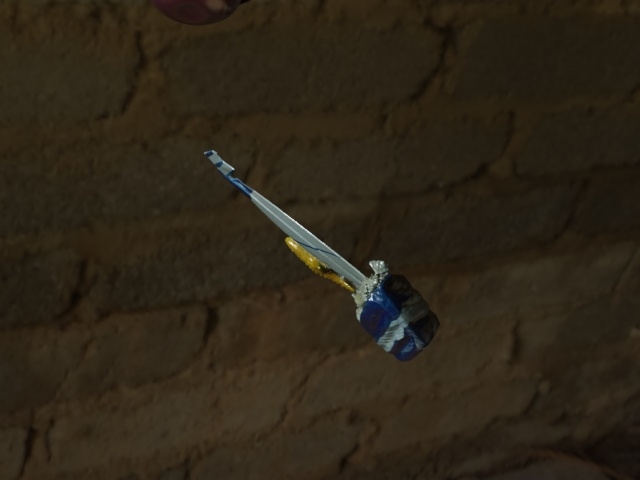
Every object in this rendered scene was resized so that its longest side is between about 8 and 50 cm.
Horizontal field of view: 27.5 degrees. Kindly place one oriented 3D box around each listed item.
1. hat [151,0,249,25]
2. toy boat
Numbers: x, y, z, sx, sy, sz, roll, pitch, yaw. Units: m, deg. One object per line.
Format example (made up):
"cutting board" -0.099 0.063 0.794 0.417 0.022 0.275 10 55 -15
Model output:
"hat" -0.173 -0.353 1.823 0.205 0.205 0.089 9 75 -18
"toy boat" 0.000 0.000 1.301 0.291 0.067 0.220 45 -2 2
